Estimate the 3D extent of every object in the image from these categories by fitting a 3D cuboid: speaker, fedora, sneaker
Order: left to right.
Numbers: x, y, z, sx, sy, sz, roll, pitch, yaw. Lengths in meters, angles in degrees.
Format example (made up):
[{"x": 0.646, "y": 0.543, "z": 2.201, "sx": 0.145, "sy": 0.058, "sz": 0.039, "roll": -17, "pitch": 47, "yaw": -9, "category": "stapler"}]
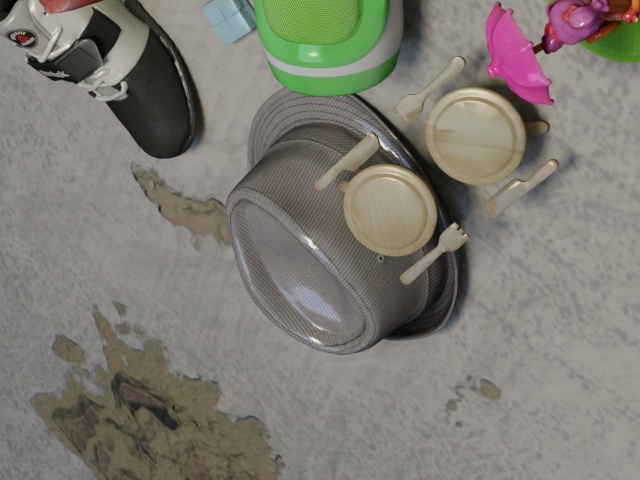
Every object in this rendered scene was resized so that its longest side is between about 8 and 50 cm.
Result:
[{"x": -0.250, "y": -0.204, "z": 1.647, "sx": 0.122, "sy": 0.146, "sz": 0.330, "roll": -17, "pitch": 109, "yaw": 48, "category": "sneaker"}, {"x": -0.001, "y": -0.270, "z": 1.366, "sx": 0.131, "sy": 0.131, "sz": 0.296, "roll": 20, "pitch": 132, "yaw": 32, "category": "speaker"}, {"x": 0.000, "y": 0.000, "z": 1.582, "sx": 0.244, "sy": 0.124, "sz": 0.275, "roll": -21, "pitch": 105, "yaw": 49, "category": "fedora"}]

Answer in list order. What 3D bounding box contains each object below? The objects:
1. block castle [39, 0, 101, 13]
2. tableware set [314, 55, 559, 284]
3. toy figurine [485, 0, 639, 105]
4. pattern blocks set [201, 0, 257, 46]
[{"x": -0.193, "y": -0.425, "z": 1.246, "sx": 0.303, "sy": 0.213, "sz": 0.453, "roll": -44, "pitch": 65, "yaw": 52, "category": "block castle"}, {"x": 0.099, "y": -0.062, "z": 1.448, "sx": 0.128, "sy": 0.039, "sz": 0.194, "roll": 48, "pitch": 121, "yaw": -3, "category": "tableware set"}, {"x": 0.195, "y": -0.165, "z": 1.234, "sx": 0.173, "sy": 0.159, "sz": 0.130, "roll": -27, "pitch": 100, "yaw": 50, "category": "toy figurine"}, {"x": -0.129, "y": -0.340, "z": 1.512, "sx": 0.325, "sy": 0.026, "sz": 0.285, "roll": 50, "pitch": 142, "yaw": 0, "category": "pattern blocks set"}]
